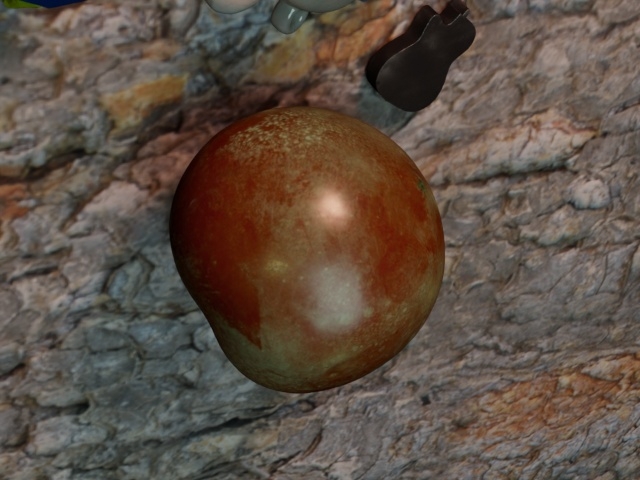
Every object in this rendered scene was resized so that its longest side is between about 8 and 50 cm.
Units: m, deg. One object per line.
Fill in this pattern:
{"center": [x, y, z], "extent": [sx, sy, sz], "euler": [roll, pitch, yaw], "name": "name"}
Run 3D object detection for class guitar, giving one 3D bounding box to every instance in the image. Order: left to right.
{"center": [0.138, -0.229, 1.259], "extent": [0.088, 0.025, 0.233], "euler": [25, 111, -45], "name": "guitar"}

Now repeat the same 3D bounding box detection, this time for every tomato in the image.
{"center": [0.000, 0.000, 1.178], "extent": [0.223, 0.270, 0.270], "euler": [-21, 143, 19], "name": "tomato"}

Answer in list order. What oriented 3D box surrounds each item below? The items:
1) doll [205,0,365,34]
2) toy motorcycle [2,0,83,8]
{"center": [0.009, -0.284, 1.011], "extent": [0.242, 0.159, 0.311], "euler": [-40, 177, 42], "name": "doll"}
{"center": [-0.172, -0.284, 0.859], "extent": [0.191, 0.200, 0.326], "euler": [-8, 129, -31], "name": "toy motorcycle"}
